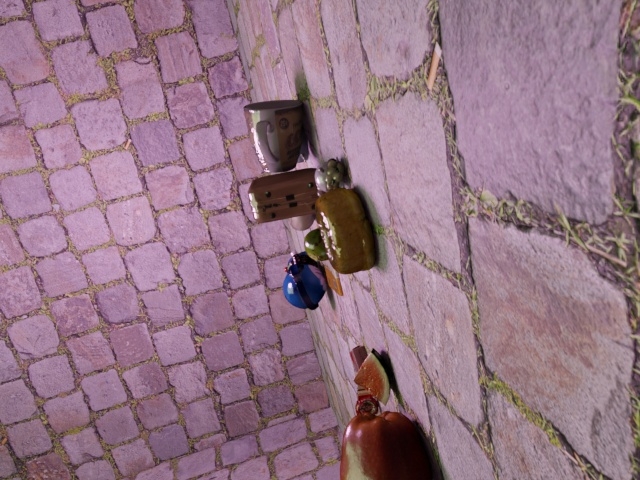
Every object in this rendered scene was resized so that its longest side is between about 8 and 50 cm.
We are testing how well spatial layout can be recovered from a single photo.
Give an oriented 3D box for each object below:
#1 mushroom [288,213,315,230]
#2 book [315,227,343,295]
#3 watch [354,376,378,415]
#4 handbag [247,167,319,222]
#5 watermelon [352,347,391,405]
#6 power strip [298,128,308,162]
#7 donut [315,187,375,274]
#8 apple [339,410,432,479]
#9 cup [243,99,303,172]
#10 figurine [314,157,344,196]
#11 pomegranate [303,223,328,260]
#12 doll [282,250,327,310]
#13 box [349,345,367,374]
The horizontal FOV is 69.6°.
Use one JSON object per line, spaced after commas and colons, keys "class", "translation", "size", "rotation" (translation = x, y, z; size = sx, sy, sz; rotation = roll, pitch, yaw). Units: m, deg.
{"class": "mushroom", "translation": [-0.140, -0.152, 2.126], "size": [0.243, 0.243, 0.244], "rotation": [164, 90, -81]}
{"class": "book", "translation": [0.038, 0.095, 2.117], "size": [0.208, 0.020, 0.296], "rotation": [-146, 41, -75]}
{"class": "watch", "translation": [0.192, 0.699, 2.065], "size": [0.268, 0.102, 0.165], "rotation": [-107, 10, -77]}
{"class": "handbag", "translation": [-0.122, -0.185, 1.761], "size": [0.283, 0.301, 0.149], "rotation": [-114, 11, -66]}
{"class": "watermelon", "translation": [0.201, 0.474, 1.603], "size": [0.145, 0.137, 0.193], "rotation": [34, 157, 15]}
{"class": "power strip", "translation": [-0.102, -0.438, 1.944], "size": [0.167, 0.054, 0.254], "rotation": [116, 138, -78]}
{"class": "donut", "translation": [0.073, -0.027, 1.376], "size": [0.208, 0.128, 0.262], "rotation": [155, 97, -80]}
{"class": "apple", "translation": [0.198, 0.700, 1.432], "size": [0.288, 0.287, 0.317], "rotation": [100, 165, -70]}
{"class": "cup", "translation": [-0.173, -0.386, 1.752], "size": [0.301, 0.227, 0.257], "rotation": [-67, -27, -64]}
{"class": "figurine", "translation": [0.030, -0.193, 1.486], "size": [0.197, 0.093, 0.147], "rotation": [80, -166, -77]}
{"class": "pomegranate", "translation": [-0.012, 0.004, 1.931], "size": [0.143, 0.122, 0.169], "rotation": [128, 130, -64]}
{"class": "doll", "translation": [-0.084, 0.215, 2.426], "size": [0.310, 0.240, 0.284], "rotation": [-109, -7, -51]}
{"class": "box", "translation": [0.174, 0.523, 1.922], "size": [0.111, 0.059, 0.156], "rotation": [92, 161, -66]}
